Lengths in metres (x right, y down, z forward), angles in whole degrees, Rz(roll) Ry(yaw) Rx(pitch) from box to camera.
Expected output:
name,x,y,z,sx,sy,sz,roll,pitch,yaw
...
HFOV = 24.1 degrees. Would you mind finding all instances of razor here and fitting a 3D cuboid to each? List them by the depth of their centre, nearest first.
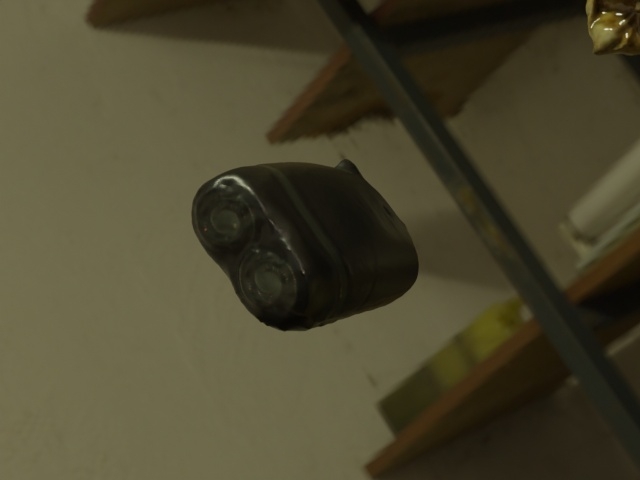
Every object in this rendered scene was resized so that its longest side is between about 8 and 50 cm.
name,x,y,z,sx,sy,sz,roll,pitch,yaw
razor,0.000,0.000,0.778,0.054,0.090,0.148,-40,-14,23

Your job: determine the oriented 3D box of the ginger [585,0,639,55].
name,x,y,z,sx,sy,sz,roll,pitch,yaw
ginger,0.290,-0.231,1.055,0.267,0.138,0.152,-39,-31,-12
